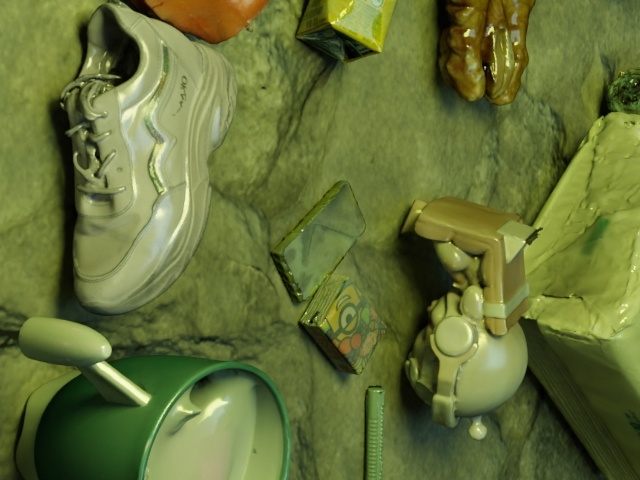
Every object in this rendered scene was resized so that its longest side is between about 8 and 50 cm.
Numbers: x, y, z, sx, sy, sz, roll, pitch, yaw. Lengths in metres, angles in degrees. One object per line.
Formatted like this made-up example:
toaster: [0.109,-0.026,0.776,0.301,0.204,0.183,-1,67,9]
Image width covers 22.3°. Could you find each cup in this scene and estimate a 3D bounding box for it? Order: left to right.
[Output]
cup: [-0.138,0.162,1.245,0.167,0.173,0.300,-55,132,-29]

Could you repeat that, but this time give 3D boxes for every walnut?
walnut: [0.162,-0.223,1.641,0.143,0.069,0.170,4,92,-51]

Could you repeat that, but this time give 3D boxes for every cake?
cake: [-0.055,-0.264,1.357,0.287,0.098,0.135,-38,116,-34]

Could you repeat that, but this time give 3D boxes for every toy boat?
toy boat: [0.000,0.000,1.513,0.115,0.016,0.063,-48,128,-36]

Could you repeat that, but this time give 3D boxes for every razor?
razor: [0.055,0.248,1.600,0.084,0.035,0.211,-14,100,-73]

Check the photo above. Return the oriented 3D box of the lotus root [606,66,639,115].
lotus root: [0.459,-0.104,1.936,0.349,0.175,0.175,44,61,-44]

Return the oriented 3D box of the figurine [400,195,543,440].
figurine: [0.138,0.081,1.606,0.162,0.141,0.237,-43,139,-65]

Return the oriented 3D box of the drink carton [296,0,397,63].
drink carton: [0.045,-0.267,1.489,0.074,0.084,0.200,26,74,-24]

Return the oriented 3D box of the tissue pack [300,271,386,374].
tissue pack: [0.021,0.080,1.533,0.063,0.035,0.083,-60,136,-27]

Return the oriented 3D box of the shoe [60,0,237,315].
shoe: [-0.154,-0.067,1.270,0.137,0.095,0.245,35,64,-42]

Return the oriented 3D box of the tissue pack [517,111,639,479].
tissue pack: [0.387,0.084,1.822,0.297,0.207,0.380,-58,133,-20]
